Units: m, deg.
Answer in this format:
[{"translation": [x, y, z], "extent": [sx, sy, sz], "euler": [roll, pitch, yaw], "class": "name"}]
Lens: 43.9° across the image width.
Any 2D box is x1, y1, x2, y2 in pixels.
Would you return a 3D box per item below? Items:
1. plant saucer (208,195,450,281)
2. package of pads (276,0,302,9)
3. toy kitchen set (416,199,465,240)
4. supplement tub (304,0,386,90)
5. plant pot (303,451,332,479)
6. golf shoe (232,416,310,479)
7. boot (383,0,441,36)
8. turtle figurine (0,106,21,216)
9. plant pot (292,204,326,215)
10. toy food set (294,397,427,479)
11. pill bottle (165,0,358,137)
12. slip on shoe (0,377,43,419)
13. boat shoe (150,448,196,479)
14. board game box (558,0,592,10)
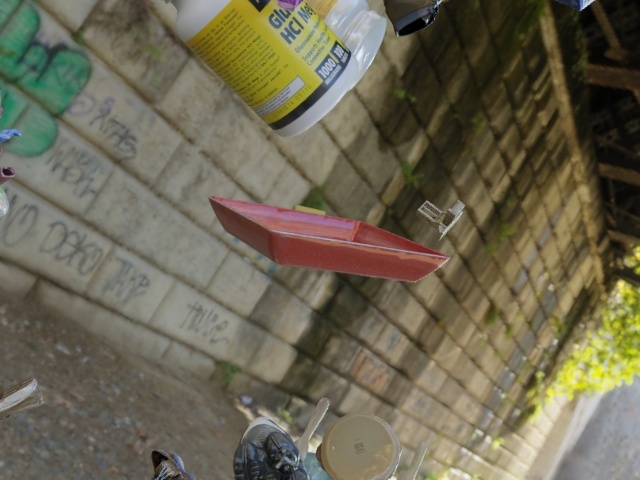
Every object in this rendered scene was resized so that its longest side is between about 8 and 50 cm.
[{"translation": [0.000, 0.000, 1.074], "extent": [0.258, 0.048, 0.259], "euler": [8, 7, -27], "class": "plant saucer"}, {"translation": [-0.037, -0.364, 1.140], "extent": [0.032, 0.050, 0.083], "euler": [17, 30, 3], "class": "package of pads"}, {"translation": [0.224, -0.048, 1.547], "extent": [0.075, 0.068, 0.083], "euler": [39, -27, 12], "class": "toy kitchen set"}, {"translation": [-0.028, -0.508, 1.857], "extent": [0.316, 0.228, 0.228], "euler": [32, -7, 10], "class": "supplement tub"}, {"translation": [-0.035, 0.554, 1.410], "extent": [0.293, 0.293, 0.196], "euler": [30, 34, 12], "class": "plant pot"}, {"translation": [-0.032, 0.251, 0.711], "extent": [0.077, 0.198, 0.094], "euler": [-7, 12, -6], "class": "golf shoe"}, {"translation": [0.248, -0.513, 1.721], "extent": [0.219, 0.106, 0.082], "euler": [-13, -18, 17], "class": "boot"}, {"translation": [-0.486, -0.127, 0.974], "extent": [0.274, 0.198, 0.266], "euler": [15, -36, -6], "class": "turtle figurine"}, {"translation": [-0.033, -0.022, 1.855], "extent": [0.081, 0.081, 0.083], "euler": [13, 30, -13], "class": "plant pot"}, {"translation": [0.059, 0.332, 1.231], "extent": [0.192, 0.132, 0.038], "euler": [22, -28, 20], "class": "toy food set"}, {"translation": [-0.110, -0.342, 1.292], "extent": [0.334, 0.188, 0.188], "euler": [43, -11, -21], "class": "pill bottle"}, {"translation": [-0.484, 0.254, 1.197], "extent": [0.041, 0.135, 0.051], "euler": [67, -8, -19], "class": "slip on shoe"}, {"translation": [-0.297, 0.468, 1.557], "extent": [0.066, 0.066, 0.183], "euler": [38, -8, -27], "class": "boat shoe"}, {"translation": [0.390, -0.542, 1.348], "extent": [0.347, 0.233, 0.078], "euler": [44, -13, 40], "class": "board game box"}]
